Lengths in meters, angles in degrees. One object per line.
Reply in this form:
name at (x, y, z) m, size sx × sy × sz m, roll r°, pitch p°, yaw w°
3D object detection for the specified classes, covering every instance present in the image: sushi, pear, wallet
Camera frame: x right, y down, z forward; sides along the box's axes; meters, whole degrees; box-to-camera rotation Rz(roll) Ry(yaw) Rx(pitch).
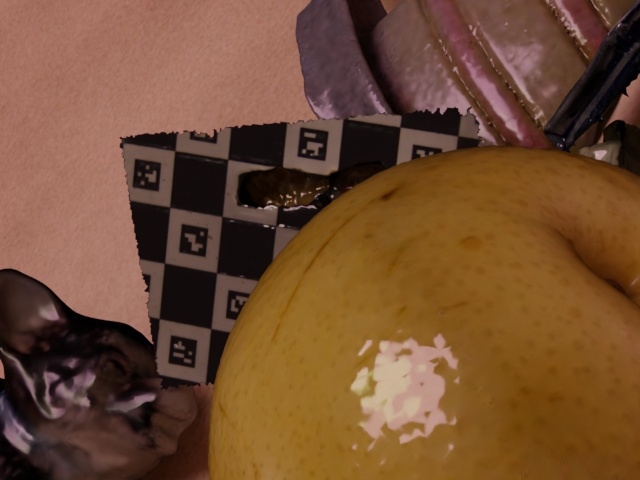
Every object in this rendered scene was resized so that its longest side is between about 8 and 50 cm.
sushi at (0.000, 0.000, 1.443) m, size 0.279 × 0.043 × 0.192 m, roll -7°, pitch 95°, yaw 22°
pear at (0.100, 0.120, 1.114) m, size 0.348 × 0.348 × 0.348 m, roll -28°, pitch 46°, yaw 33°
wallet at (0.222, -0.148, 1.285) m, size 0.167 × 0.036 × 0.222 m, roll -49°, pitch -3°, yaw -13°

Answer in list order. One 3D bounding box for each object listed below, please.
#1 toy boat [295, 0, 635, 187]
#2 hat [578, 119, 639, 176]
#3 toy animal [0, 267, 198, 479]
toy boat at (0.113, -0.133, 1.475) m, size 0.293 × 0.111 × 0.276 m, roll -20°, pitch 57°, yaw 27°
hat at (0.230, -0.017, 1.291) m, size 0.122 × 0.081 × 0.166 m, roll -28°, pitch 30°, yaw -36°
toy animal at (-0.237, 0.145, 1.595) m, size 0.344 × 0.194 × 0.302 m, roll -16°, pitch 58°, yaw 35°
